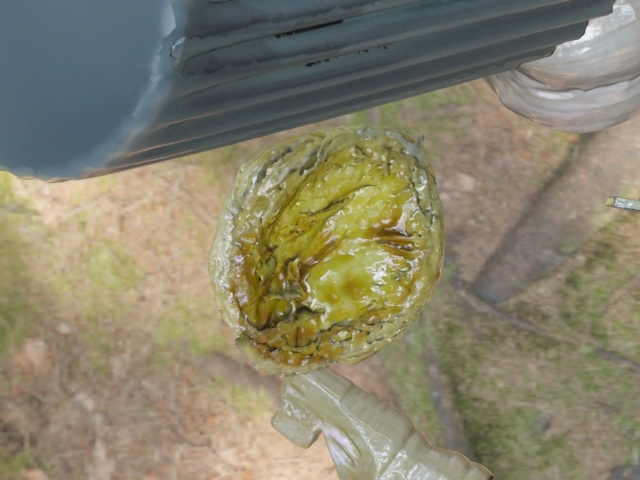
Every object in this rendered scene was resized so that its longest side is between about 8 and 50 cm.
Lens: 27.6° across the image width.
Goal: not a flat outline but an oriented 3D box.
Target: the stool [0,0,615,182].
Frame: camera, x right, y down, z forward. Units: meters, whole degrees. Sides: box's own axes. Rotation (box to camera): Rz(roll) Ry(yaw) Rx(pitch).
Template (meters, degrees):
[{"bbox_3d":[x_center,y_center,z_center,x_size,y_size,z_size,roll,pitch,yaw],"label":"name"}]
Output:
[{"bbox_3d":[-0.030,-0.190,0.626,0.297,0.330,0.297,18,119,37],"label":"stool"}]

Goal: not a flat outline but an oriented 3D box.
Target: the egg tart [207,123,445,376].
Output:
[{"bbox_3d":[0.000,0.000,1.160,0.252,0.232,0.098,-46,29,-15],"label":"egg tart"}]

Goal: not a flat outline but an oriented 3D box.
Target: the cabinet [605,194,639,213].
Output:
[{"bbox_3d":[0.489,-0.128,1.300,0.227,0.318,0.289,-164,88,-86],"label":"cabinet"}]

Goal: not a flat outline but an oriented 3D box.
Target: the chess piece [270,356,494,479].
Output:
[{"bbox_3d":[0.071,0.275,1.726,0.301,0.137,0.137,37,112,6],"label":"chess piece"}]

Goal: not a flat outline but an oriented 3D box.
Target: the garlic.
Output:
[{"bbox_3d":[0.130,-0.161,0.920,0.212,0.218,0.218,-19,69,3],"label":"garlic"}]
